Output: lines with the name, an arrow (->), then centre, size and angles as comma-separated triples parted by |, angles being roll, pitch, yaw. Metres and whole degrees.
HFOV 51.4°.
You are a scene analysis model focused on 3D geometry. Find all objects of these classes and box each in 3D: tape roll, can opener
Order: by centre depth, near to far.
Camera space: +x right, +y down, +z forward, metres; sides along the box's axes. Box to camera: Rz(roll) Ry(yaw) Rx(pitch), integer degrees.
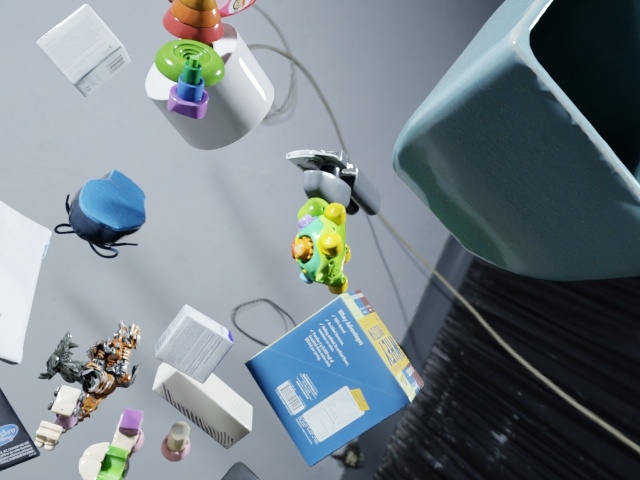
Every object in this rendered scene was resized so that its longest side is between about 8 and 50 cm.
can opener -> 0.026, -0.070, 1.022 | 0.283, 0.076, 0.095 | 34, 59, -66
tape roll -> -0.251, -0.351, 1.518 | 0.246, 0.246, 0.169 | -45, 135, -9

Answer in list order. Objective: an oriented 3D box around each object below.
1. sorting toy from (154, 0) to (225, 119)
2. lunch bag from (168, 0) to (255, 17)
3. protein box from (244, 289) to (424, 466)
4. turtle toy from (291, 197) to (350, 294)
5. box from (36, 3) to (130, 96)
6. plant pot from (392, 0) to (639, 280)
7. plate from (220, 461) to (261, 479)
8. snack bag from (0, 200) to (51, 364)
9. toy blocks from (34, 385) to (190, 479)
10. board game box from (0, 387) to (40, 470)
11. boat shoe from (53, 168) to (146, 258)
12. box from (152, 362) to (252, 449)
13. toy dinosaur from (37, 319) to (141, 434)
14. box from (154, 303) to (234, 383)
sorting toy -> -0.225, -0.374, 1.192 | 0.127, 0.365, 0.126 | 8, 135, -15
lunch bag -> -0.197, -0.622, 1.438 | 0.258, 0.293, 0.120 | -30, 74, -30
protein box -> 0.026, 0.221, 1.101 | 0.201, 0.136, 0.199 | -37, 80, 13
turtle toy -> 0.000, 0.000, 0.804 | 0.066, 0.130, 0.095 | -1, 136, 8
box -> -0.372, -0.298, 1.053 | 0.102, 0.101, 0.087 | -40, 97, -6
plant pot -> 0.221, -0.107, 0.662 | 0.247, 0.252, 0.247 | 45, 58, -11
plate -> -0.121, 0.532, 1.000 | 0.278, 0.045, 0.277 | 46, 54, -3
snack bag -> -0.599, 0.017, 1.091 | 0.037, 0.323, 0.342 | -27, 134, 20
toy blocks -> -0.464, 0.518, 1.437 | 0.309, 0.260, 0.288 | 18, 54, -6
board game box -> -0.316, 0.088, 0.438 | 0.194, 0.060, 0.194 | -13, 79, -41
boat shoe -> -0.291, -0.026, 0.906 | 0.109, 0.258, 0.089 | 43, 95, -9
box -> -0.306, 0.419, 1.758 | 0.094, 0.113, 0.275 | -40, 109, 13
toy dinosaur -> -0.588, 0.339, 1.707 | 0.218, 0.321, 0.164 | 33, 128, -15
box -> -0.295, 0.242, 1.556 | 0.137, 0.072, 0.126 | 36, 94, -20
